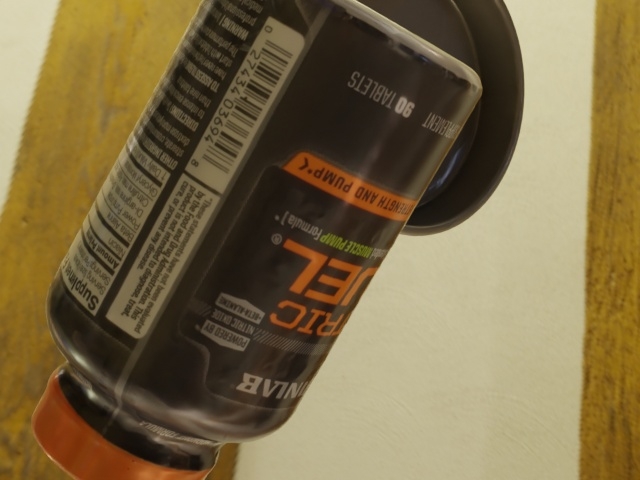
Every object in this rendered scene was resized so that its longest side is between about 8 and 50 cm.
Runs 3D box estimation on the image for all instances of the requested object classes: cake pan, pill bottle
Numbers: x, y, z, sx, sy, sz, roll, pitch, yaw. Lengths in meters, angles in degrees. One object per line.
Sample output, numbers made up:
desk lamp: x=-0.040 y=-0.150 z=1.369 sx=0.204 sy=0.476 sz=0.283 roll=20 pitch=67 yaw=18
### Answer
cake pan: x=0.090 y=-0.152 z=1.212 sx=0.054 sy=0.293 sz=0.293 roll=7 pitch=-114 yaw=50
pill bottle: x=-0.040 y=0.001 z=0.552 sx=0.130 sy=0.130 sz=0.245 roll=38 pitch=-77 yaw=36
